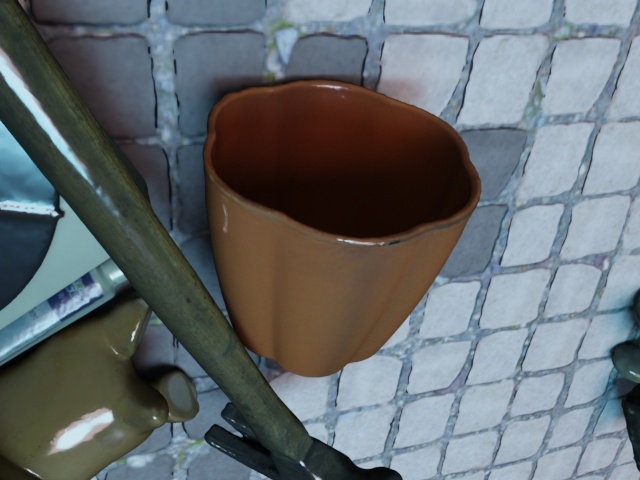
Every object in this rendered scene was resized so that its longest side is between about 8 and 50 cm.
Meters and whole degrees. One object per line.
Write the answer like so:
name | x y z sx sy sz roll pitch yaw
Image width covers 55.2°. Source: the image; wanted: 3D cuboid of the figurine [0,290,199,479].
figurine | -0.214 0.183 0.472 0.247 0.173 0.177 -20 125 -10

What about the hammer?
hammer | -0.080 0.049 0.405 0.044 0.168 0.440 -56 136 -35

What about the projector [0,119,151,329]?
projector | -0.278 -0.043 0.364 0.257 0.079 0.259 -33 126 -1

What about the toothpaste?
toothpaste | -0.230 0.065 0.468 0.216 0.062 0.037 -30 145 -7

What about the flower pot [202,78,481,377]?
flower pot | 0.000 0.000 0.453 0.191 0.190 0.173 -4 132 -21

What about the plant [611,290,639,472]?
plant | 0.458 0.183 0.778 0.146 0.149 0.274 -41 120 -49
